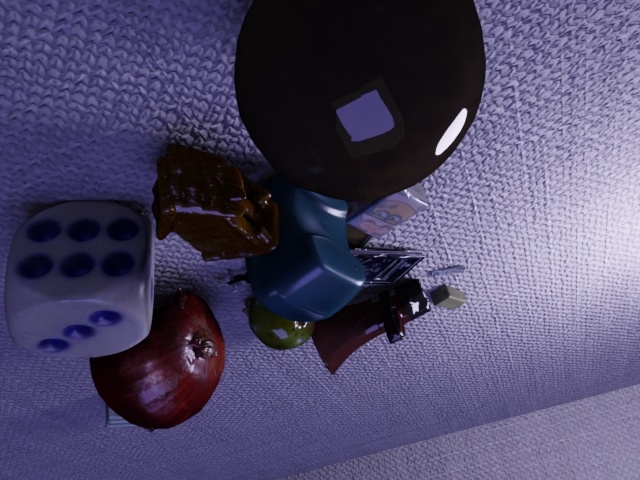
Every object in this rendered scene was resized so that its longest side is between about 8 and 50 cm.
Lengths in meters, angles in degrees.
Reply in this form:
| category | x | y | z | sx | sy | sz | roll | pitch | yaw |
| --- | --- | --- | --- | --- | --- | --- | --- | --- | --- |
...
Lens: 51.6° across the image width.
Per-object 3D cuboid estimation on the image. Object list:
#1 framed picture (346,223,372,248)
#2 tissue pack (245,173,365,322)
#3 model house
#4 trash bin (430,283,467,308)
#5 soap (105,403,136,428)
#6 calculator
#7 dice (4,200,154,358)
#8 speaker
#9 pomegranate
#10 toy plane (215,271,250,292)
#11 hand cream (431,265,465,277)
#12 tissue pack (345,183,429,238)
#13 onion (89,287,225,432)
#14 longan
| category | x | y | z | sx | sy | sz | roll | pitch | yaw |
| --- | --- | --- | --- | --- | --- | --- | --- | --- | --- |
| framed picture | 0.000 | 0.000 | 1.558 | 0.252 | 0.014 | 0.197 | 7 | 142 | -26 |
| tissue pack | -0.049 | 0.017 | 1.315 | 0.206 | 0.287 | 0.198 | -37 | 138 | 26 |
| model house | -0.209 | -0.081 | 1.193 | 0.219 | 0.199 | 0.229 | -17 | 146 | 23 |
| trash bin | 0.369 | 0.165 | 1.891 | 0.092 | 0.043 | 0.061 | 19 | 137 | -39 |
| soap | -0.569 | 0.542 | 2.138 | 0.230 | 0.091 | 0.145 | 4 | 147 | -23 |
| calculator | 0.118 | 0.070 | 1.666 | 0.274 | 0.028 | 0.166 | 2 | 146 | -30 |
| dice | -0.473 | 0.082 | 1.339 | 0.259 | 0.243 | 0.251 | 0 | 146 | -12 |
| speaker | 0.121 | 0.205 | 1.748 | 0.329 | 0.198 | 0.259 | -26 | 165 | 11 |
| pomegranate | -0.116 | 0.190 | 1.690 | 0.209 | 0.180 | 0.180 | 2 | 160 | 39 |
| toy plane | -0.162 | 0.088 | 1.603 | 0.197 | 0.053 | 0.078 | -17 | 175 | 4 |
| hand cream | 0.345 | 0.083 | 1.789 | 0.093 | 0.019 | 0.030 | -8 | 149 | 8 |
| tissue pack | 0.141 | -0.079 | 1.436 | 0.155 | 0.065 | 0.115 | -32 | 140 | 31 |
| onion | -0.386 | 0.290 | 1.581 | 0.341 | 0.341 | 0.341 | -8 | 147 | -5 |
| longan | 0.063 | -0.236 | 0.942 | 0.404 | 0.336 | 0.405 | -39 | 150 | -28 |
